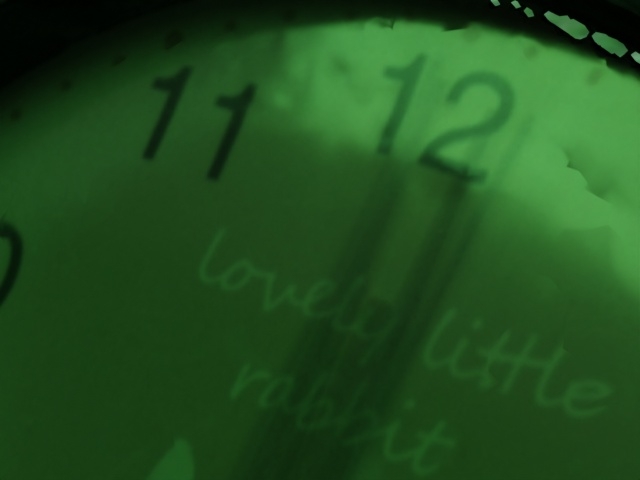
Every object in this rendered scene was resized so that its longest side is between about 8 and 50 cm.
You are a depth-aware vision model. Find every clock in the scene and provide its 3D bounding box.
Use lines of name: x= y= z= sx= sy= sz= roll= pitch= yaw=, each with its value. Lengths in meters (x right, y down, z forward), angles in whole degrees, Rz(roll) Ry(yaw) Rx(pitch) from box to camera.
clock: x=-0.022 y=0.101 z=0.397 sx=0.386 sy=0.076 sz=0.386 roll=-7 pitch=72 yaw=23
